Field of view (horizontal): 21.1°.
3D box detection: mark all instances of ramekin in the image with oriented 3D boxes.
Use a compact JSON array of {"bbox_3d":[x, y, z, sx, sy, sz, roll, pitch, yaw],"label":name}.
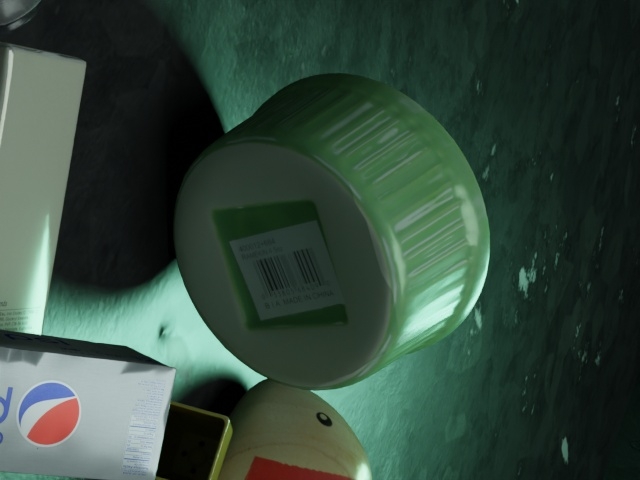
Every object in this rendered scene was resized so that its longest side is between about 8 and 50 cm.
[{"bbox_3d":[0.000,0.000,1.692,0.148,0.303,0.303,-33,131,-49],"label":"ramekin"}]

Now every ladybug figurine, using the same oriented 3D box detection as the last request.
[{"bbox_3d":[-0.051,0.379,1.888,0.305,0.162,0.449,33,68,-70],"label":"ladybug figurine"}]

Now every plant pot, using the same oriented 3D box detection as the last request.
[{"bbox_3d":[-0.133,0.216,1.756,0.083,0.081,0.081,59,46,-71],"label":"plant pot"}]

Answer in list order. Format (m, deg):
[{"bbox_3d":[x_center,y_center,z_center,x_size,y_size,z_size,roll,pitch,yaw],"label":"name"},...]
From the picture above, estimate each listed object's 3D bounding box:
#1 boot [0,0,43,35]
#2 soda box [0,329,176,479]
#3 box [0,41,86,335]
[{"bbox_3d":[-0.216,-0.339,1.284,0.338,0.118,0.223,-58,155,-17],"label":"boot"},{"bbox_3d":[-0.254,0.109,1.212,0.286,0.098,0.091,9,93,-30],"label":"soda box"},{"bbox_3d":[-0.266,-0.016,1.317,0.113,0.094,0.275,4,97,-66],"label":"box"}]
